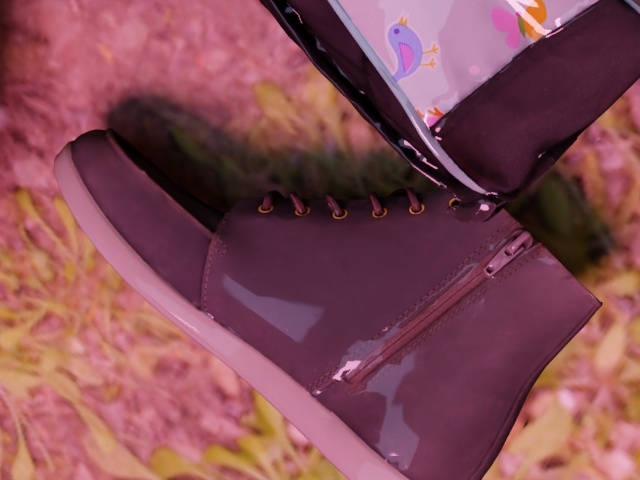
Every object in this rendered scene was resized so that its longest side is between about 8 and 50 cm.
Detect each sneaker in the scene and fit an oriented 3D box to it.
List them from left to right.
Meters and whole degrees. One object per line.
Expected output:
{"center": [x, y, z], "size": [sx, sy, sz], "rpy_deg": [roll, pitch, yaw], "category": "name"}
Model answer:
{"center": [0.000, 0.000, 0.554], "size": [0.222, 0.083, 0.118], "rpy_deg": [40, 96, 15], "category": "sneaker"}

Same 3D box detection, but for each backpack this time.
{"center": [0.035, -0.120, 0.450], "size": [0.188, 0.166, 0.144], "rpy_deg": [45, 103, 2], "category": "backpack"}
